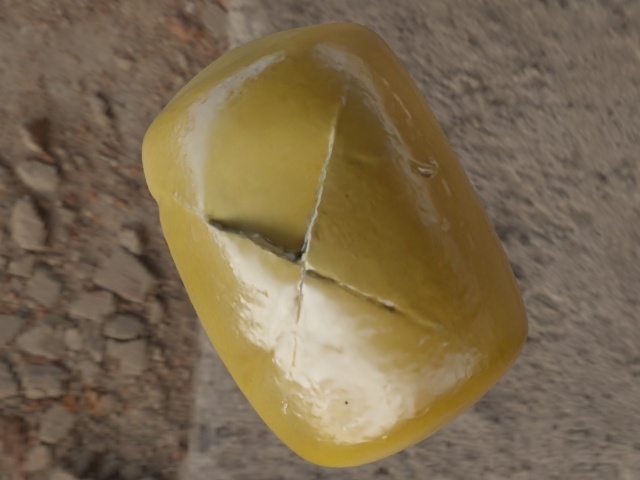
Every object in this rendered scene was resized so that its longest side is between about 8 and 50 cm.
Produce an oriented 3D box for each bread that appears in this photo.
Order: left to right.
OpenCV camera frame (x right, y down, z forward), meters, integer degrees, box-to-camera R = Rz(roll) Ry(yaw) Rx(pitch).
[{"bbox_3d":[0.000,0.000,0.436,0.082,0.056,0.115,-24,82,16],"label":"bread"}]
